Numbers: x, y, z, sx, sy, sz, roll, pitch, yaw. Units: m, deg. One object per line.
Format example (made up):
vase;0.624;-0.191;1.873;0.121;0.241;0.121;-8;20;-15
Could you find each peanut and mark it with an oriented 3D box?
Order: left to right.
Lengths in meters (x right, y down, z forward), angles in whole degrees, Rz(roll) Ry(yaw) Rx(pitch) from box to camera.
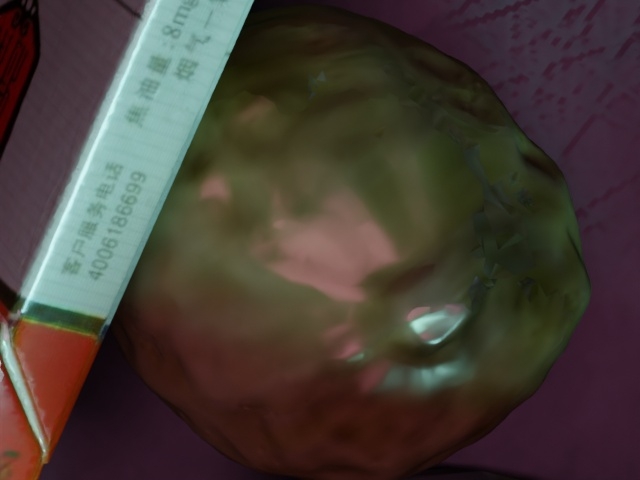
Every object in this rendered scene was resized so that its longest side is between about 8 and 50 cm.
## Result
peanut;0.000;0.000;0.588;0.140;0.109;0.159;-39;76;-6

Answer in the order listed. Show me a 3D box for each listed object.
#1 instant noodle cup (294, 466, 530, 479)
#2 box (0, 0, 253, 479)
instant noodle cup;0.047;0.186;0.537;0.240;0.240;0.178;9;101;4
box;-0.078;-0.051;0.563;0.035;0.139;0.245;17;107;-34
